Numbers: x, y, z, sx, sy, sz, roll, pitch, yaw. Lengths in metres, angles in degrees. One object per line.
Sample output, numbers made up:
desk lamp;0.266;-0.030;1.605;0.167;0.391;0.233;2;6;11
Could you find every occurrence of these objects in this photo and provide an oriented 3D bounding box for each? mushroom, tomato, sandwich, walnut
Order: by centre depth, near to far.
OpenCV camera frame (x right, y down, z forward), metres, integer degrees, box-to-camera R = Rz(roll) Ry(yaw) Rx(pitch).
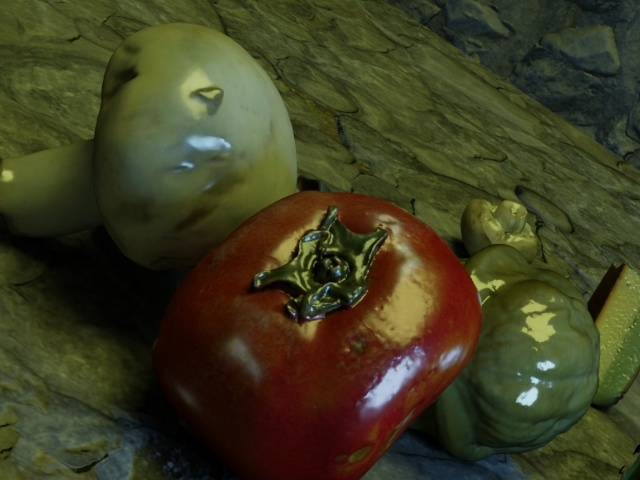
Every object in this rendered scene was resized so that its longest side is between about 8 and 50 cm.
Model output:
tomato;-0.006;0.105;1.471;0.293;0.290;0.325;31;58;18
mushroom;-0.202;-0.091;1.618;0.336;0.314;0.314;-9;19;11
walnut;0.203;0.140;1.739;0.282;0.253;0.277;37;16;23
sandwich;0.458;0.136;2.179;0.108;0.186;0.220;30;22;2
mushroom;0.299;-0.010;2.377;0.148;0.112;0.148;20;30;-12

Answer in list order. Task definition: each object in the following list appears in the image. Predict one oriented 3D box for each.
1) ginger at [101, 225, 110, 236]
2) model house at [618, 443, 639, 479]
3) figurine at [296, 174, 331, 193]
ginger;-0.212;-0.015;1.775;0.213;0.074;0.137;42;32;11
model house;0.530;0.328;1.628;0.242;0.357;0.313;26;21;-20
figurine;0.005;-0.001;1.744;0.140;0.265;0.193;-11;89;-38
